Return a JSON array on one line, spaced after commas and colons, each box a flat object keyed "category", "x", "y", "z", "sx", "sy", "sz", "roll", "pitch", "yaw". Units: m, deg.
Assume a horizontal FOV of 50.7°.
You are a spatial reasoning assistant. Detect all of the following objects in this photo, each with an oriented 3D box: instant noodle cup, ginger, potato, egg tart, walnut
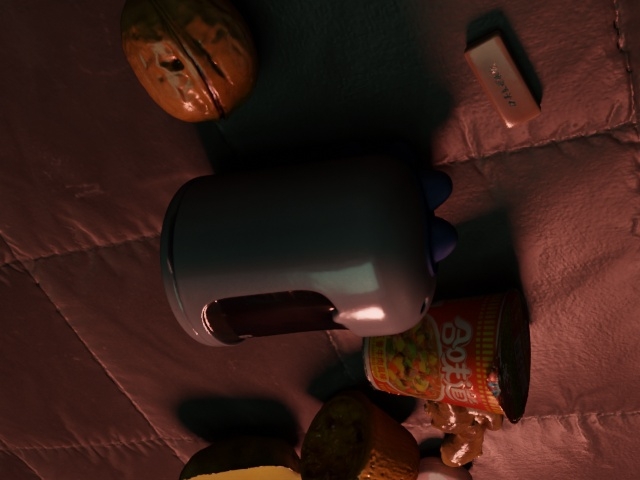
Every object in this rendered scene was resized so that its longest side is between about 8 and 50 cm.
[{"category": "instant noodle cup", "x": 0.181, "y": 0.164, "z": 0.988, "sx": 0.212, "sy": 0.193, "sz": 0.193, "roll": -3, "pitch": 127, "yaw": 29}, {"category": "ginger", "x": 0.234, "y": 0.317, "z": 1.168, "sx": 0.133, "sy": 0.059, "sz": 0.214, "roll": 13, "pitch": 132, "yaw": -4}, {"category": "potato", "x": -0.152, "y": 0.449, "z": 1.358, "sx": 0.272, "sy": 0.111, "sz": 0.160, "roll": -16, "pitch": 135, "yaw": 19}, {"category": "egg tart", "x": 0.076, "y": 0.376, "z": 1.191, "sx": 0.147, "sy": 0.202, "sz": 0.202, "roll": 28, "pitch": 133, "yaw": -29}, {"category": "walnut", "x": -0.150, "y": -0.223, "z": 0.800, "sx": 0.144, "sy": 0.144, "sz": 0.180, "roll": -16, "pitch": 113, "yaw": 28}]

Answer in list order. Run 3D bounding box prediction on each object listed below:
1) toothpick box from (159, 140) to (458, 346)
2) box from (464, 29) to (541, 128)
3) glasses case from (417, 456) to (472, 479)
[{"category": "toothpick box", "x": 0.000, "y": 0.000, "z": 0.880, "sx": 0.355, "sy": 0.263, "sz": 0.263, "roll": -6, "pitch": 126, "yaw": 20}, {"category": "box", "x": 0.213, "y": -0.185, "z": 0.787, "sx": 0.048, "sy": 0.025, "sz": 0.115, "roll": -21, "pitch": 120, "yaw": 32}, {"category": "glasses case", "x": 0.191, "y": 0.515, "z": 1.326, "sx": 0.113, "sy": 0.075, "sz": 0.297, "roll": 26, "pitch": 132, "yaw": -4}]
